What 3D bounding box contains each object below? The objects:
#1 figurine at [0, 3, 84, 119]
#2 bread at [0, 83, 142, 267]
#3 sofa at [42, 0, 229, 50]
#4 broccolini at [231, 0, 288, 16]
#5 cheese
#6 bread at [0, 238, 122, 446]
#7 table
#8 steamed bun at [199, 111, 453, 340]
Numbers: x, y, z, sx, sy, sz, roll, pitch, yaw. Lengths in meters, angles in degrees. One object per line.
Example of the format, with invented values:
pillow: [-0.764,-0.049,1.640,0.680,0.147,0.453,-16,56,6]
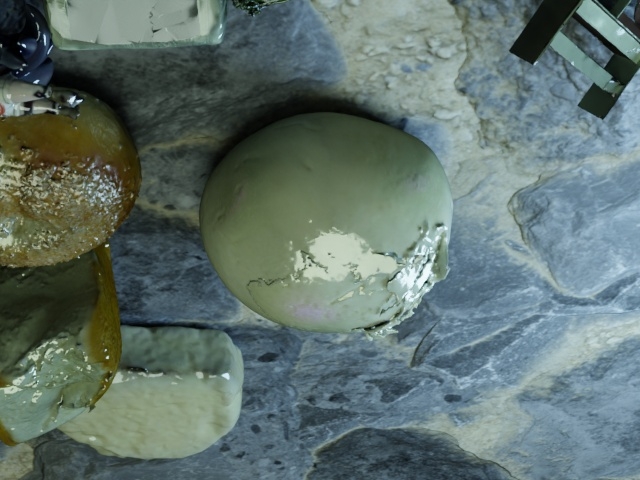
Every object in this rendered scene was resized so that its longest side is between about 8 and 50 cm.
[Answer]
figurine: [-0.407,-0.195,1.489,0.265,0.197,0.175,-9,141,-13]
bread: [-0.377,-0.070,1.681,0.306,0.158,0.305,-5,148,-3]
sofa: [-0.199,-0.322,1.443,0.210,0.176,0.225,-5,114,-2]
broccolini: [0.004,-0.296,1.541,0.218,0.044,0.042,-12,102,3]
cheese: [-0.274,0.237,2.141,0.326,0.115,0.318,-29,137,25]
bread: [-0.391,0.139,1.881,0.225,0.250,0.279,-5,145,-6]
table: [0.334,-0.256,1.605,0.146,0.062,0.175,30,98,-38]
steamed bun: [0.000,0.000,1.765,0.312,0.233,0.334,11,139,-22]
